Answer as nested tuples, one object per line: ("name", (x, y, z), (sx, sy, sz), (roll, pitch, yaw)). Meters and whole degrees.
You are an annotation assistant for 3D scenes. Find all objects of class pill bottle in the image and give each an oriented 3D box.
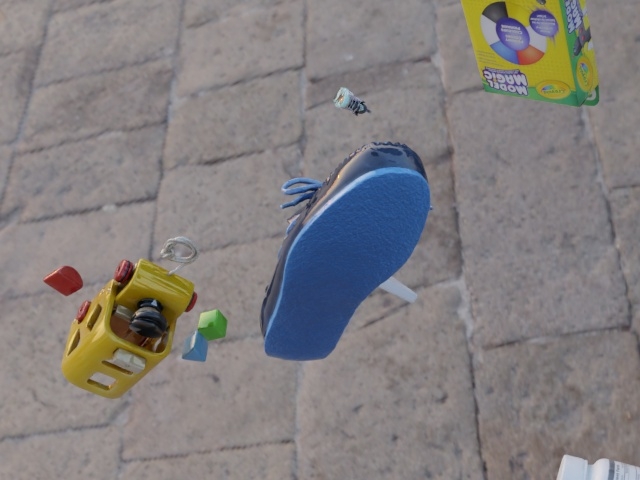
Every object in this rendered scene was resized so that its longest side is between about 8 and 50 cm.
("pill bottle", (0.293, 0.253, 0.962), (0.137, 0.078, 0.078), (12, 58, 13))

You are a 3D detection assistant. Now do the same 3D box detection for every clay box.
("clay box", (0.227, -0.231, 1.105), (0.127, 0.222, 0.053), (17, 53, 40))

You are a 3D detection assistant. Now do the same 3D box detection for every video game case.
("video game case", (0.053, 0.034, 1.516), (0.019, 0.157, 0.143), (-59, 37, 5))

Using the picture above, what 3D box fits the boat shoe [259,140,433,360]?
("boat shoe", (0.000, 0.000, 0.785), (0.109, 0.258, 0.089), (13, 51, -21))

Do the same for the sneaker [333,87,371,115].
("sneaker", (0.062, -0.244, 1.810), (0.038, 0.069, 0.098), (-58, 11, 14))

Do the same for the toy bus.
("toy bus", (-0.218, 0.105, 1.172), (0.190, 0.202, 0.104), (-4, 48, 9))
